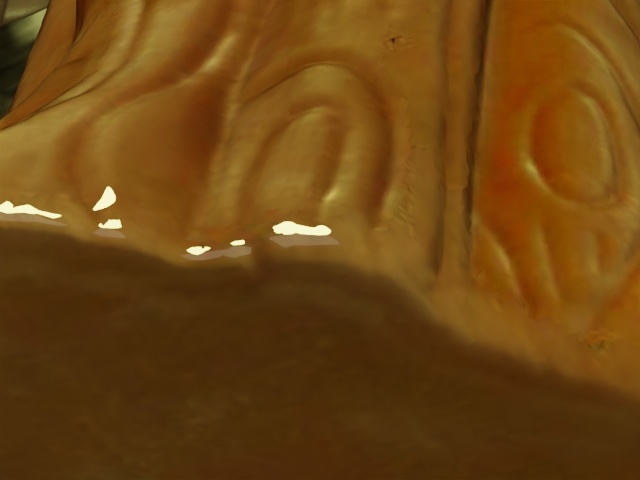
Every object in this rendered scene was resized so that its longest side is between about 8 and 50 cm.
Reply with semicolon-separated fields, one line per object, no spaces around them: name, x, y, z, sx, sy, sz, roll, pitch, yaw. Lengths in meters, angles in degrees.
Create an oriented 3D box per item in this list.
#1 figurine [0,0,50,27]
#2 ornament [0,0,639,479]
figurine;-0.243;-0.093;0.722;0.287;0.176;0.186;-31;65;13
ornament;0.000;0.000;0.482;0.235;0.221;0.217;-31;29;33
